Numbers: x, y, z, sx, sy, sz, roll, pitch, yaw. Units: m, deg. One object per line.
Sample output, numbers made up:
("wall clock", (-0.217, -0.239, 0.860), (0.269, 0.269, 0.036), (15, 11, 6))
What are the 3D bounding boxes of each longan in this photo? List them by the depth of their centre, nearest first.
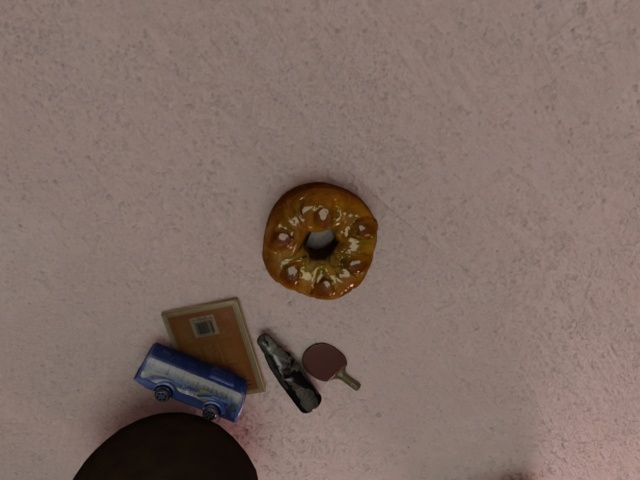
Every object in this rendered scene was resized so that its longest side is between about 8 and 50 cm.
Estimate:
("longan", (-0.319, 0.532, 1.090), (0.404, 0.404, 0.336), (-9, 107, 2))

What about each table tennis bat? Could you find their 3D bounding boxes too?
("table tennis bat", (0.029, 0.286, 1.189), (0.156, 0.013, 0.087), (39, 105, -15))

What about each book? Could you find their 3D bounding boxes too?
("book", (-0.228, 0.244, 1.158), (0.170, 0.018, 0.241), (-11, 113, 4))

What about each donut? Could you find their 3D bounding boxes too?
("donut", (-0.001, -0.002, 1.008), (0.227, 0.114, 0.226), (-1, 114, -1))

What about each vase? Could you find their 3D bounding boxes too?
("vase", (-0.072, 0.285, 1.157), (0.060, 0.060, 0.211), (-29, 112, 10))

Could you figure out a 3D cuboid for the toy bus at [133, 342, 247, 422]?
("toy bus", (-0.268, 0.304, 1.131), (0.236, 0.079, 0.094), (25, 109, -11))
